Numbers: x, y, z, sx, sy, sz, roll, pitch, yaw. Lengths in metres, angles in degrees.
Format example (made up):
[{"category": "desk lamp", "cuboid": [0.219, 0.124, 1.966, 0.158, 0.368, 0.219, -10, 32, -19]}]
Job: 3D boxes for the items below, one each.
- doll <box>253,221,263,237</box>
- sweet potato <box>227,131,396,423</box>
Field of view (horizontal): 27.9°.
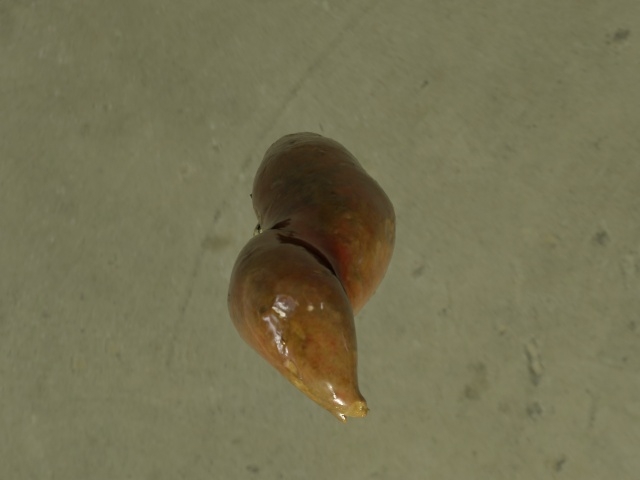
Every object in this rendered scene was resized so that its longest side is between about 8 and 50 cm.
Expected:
[{"category": "doll", "cuboid": [-0.017, -0.009, 0.726, 0.051, 0.093, 0.061, 5, 121, 36]}, {"category": "sweet potato", "cuboid": [-0.001, -0.002, 0.493, 0.058, 0.202, 0.055, -37, 109, 15]}]
